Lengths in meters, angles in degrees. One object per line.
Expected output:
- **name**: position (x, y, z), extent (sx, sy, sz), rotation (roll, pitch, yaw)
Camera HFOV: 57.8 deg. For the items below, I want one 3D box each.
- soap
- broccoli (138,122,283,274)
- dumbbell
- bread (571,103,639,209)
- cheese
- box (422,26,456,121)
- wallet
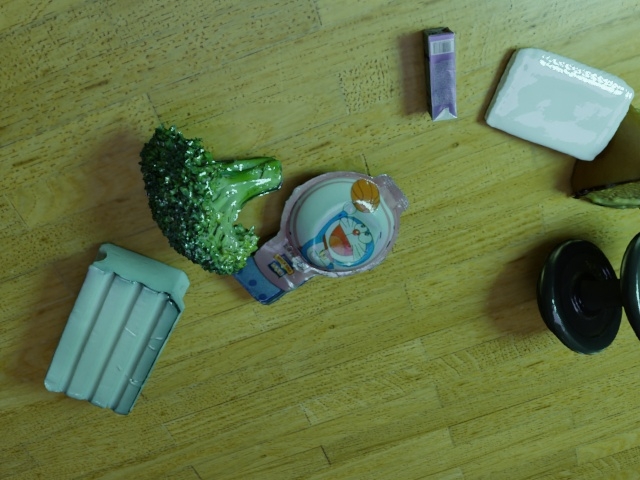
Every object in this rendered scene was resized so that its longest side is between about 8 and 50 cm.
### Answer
- **soap**: position (-0.320, 0.144, 0.909), extent (0.150, 0.094, 0.261), rotation (25, 114, -14)
- **broccoli**: position (-0.136, -0.064, 0.787), extent (0.194, 0.194, 0.220), rotation (-18, 97, 3)
- **dumbbell**: position (0.462, 0.081, 0.888), extent (0.192, 0.290, 0.192), rotation (5, 79, -29)
- **bread**: position (0.472, -0.088, 0.861), extent (0.140, 0.169, 0.160), rotation (9, 132, -14)
- **cheese**: position (0.000, 0.000, 0.877), extent (0.286, 0.074, 0.189), rotation (-32, 117, 12)
- **box**: position (0.162, -0.225, 0.785), extent (0.036, 0.051, 0.117), rotation (-7, 121, 5)
- **wallet**: position (0.339, -0.194, 0.826), extent (0.182, 0.032, 0.124), rotation (17, 117, -6)
